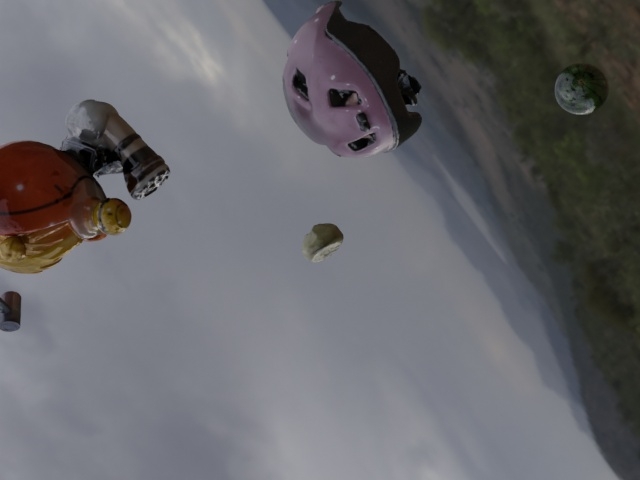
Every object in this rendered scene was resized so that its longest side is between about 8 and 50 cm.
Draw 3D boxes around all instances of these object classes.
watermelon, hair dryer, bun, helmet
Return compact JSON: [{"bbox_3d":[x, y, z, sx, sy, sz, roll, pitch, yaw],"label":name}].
[{"bbox_3d":[0.485,-0.278,1.779,0.109,0.109,0.109,52,-172,-10],"label":"watermelon"},{"bbox_3d":[-0.542,0.101,1.617,0.114,0.037,0.063,70,-171,-56],"label":"hair dryer"},{"bbox_3d":[0.000,0.000,1.756,0.055,0.086,0.086,55,-172,17],"label":"bun"},{"bbox_3d":[0.023,-0.201,1.291,0.253,0.154,0.198,29,152,51],"label":"helmet"}]

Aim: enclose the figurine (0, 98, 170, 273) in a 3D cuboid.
[{"bbox_3d":[-0.428,-0.078,1.495,0.320,0.323,0.196,16,139,41],"label":"figurine"}]
